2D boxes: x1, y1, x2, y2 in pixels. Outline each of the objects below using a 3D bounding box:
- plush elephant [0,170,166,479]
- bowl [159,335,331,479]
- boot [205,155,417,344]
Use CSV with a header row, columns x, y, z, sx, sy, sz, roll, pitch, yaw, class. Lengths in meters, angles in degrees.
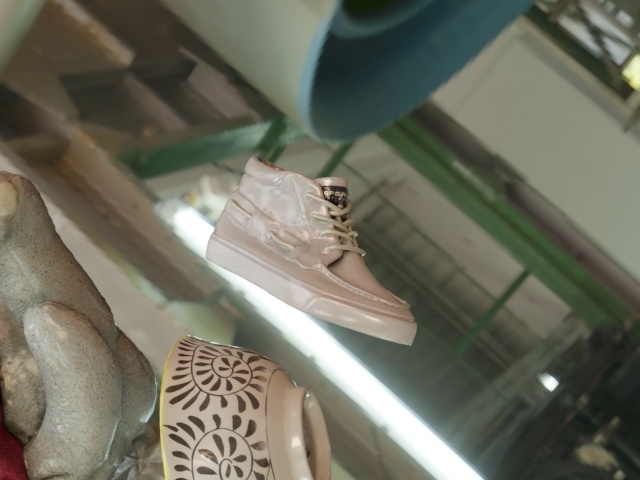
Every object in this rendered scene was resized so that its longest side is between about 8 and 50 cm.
x,y,z,sx,sy,sz,roll,pitch,yaw,class
-0.251,0.163,0.935,0.330,0.272,0.255,50,-129,-20,plush elephant
-0.040,0.141,0.871,0.170,0.080,0.170,-11,-90,-79,bowl
0.000,0.000,1.205,0.258,0.123,0.095,24,-175,38,boot
